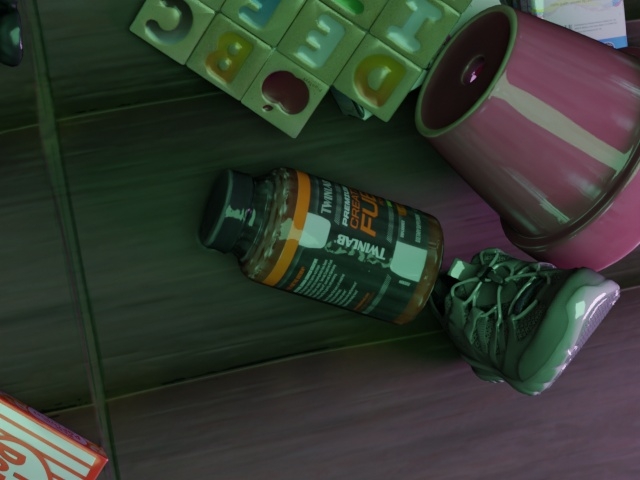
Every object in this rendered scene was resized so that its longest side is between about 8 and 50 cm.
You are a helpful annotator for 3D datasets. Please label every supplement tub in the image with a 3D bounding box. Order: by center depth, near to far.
[{"bbox_3d":[0.000,0.000,1.450,0.198,0.106,0.106,17,93,-17],"label":"supplement tub"}]

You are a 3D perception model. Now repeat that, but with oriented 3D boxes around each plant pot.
[{"bbox_3d":[0.187,-0.097,1.404,0.180,0.201,0.201,31,89,-22],"label":"plant pot"}]

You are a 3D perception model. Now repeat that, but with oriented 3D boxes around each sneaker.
[{"bbox_3d":[0.154,0.060,1.417,0.115,0.281,0.105,42,73,-6],"label":"sneaker"}]

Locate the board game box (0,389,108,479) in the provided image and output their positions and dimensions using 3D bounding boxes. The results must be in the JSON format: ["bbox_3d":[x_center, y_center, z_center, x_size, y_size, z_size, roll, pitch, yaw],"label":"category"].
[{"bbox_3d":[-0.302,0.196,1.426,0.193,0.045,0.147,32,89,-17],"label":"board game box"}]

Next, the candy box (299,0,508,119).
[{"bbox_3d":[0.052,-0.229,1.450,0.165,0.070,0.196,-31,104,-10],"label":"candy box"}]

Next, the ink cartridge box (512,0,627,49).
[{"bbox_3d":[0.223,-0.214,1.509,0.088,0.052,0.122,-10,102,-14],"label":"ink cartridge box"}]

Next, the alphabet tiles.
[{"bbox_3d":[-0.002,-0.263,1.367,0.285,0.011,0.342,33,112,-4],"label":"alphabet tiles"}]

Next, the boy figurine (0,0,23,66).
[{"bbox_3d":[-0.384,-0.193,1.326,0.285,0.092,0.177,-1,101,-18],"label":"boy figurine"}]
